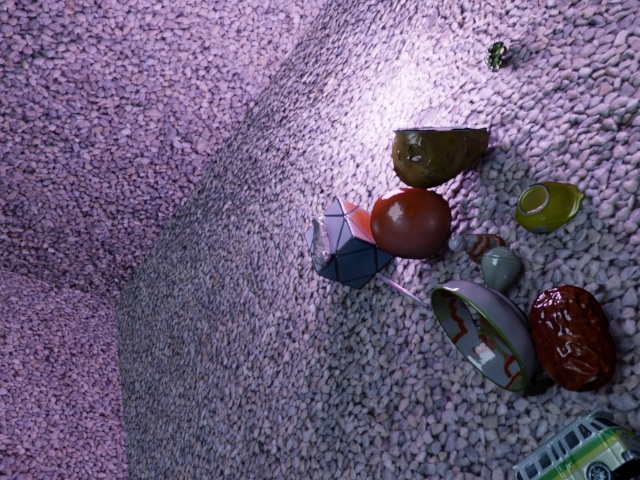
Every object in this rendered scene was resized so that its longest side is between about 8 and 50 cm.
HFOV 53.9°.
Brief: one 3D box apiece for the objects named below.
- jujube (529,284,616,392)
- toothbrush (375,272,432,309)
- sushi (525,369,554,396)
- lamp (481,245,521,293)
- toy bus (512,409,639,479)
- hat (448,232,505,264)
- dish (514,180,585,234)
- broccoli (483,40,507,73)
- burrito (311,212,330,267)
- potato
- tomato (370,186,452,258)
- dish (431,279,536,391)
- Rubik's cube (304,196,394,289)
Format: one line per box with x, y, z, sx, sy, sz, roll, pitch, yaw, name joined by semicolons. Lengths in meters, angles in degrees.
0.582;0.223;1.459;0.174;0.174;0.250;-36;48;35;jujube
0.260;0.159;2.023;0.286;0.025;0.020;32;97;54;toothbrush
0.544;0.349;1.559;0.083;0.044;0.046;-40;22;29;sushi
0.484;0.110;1.711;0.106;0.106;0.192;5;85;53;lamp
0.563;0.493;1.366;0.276;0.134;0.164;-49;40;23;toy bus
0.428;0.012;1.775;0.112;0.162;0.093;-11;66;53;hat
0.595;-0.100;1.694;0.208;0.080;0.148;-27;52;44;dish
0.564;-0.586;1.997;0.092;0.097;0.095;-29;89;55;broccoli
0.001;-0.001;2.064;0.064;0.064;0.203;-35;45;36;burrito
0.364;-0.261;1.960;0.246;0.300;0.196;-137;43;-70;potato
0.276;-0.055;1.929;0.256;0.256;0.224;-2;77;51;tomato
0.434;0.216;1.591;0.124;0.324;0.324;-35;34;-14;dish
0.096;0.014;2.157;0.205;0.205;0.207;-46;42;27;Rubik's cube
